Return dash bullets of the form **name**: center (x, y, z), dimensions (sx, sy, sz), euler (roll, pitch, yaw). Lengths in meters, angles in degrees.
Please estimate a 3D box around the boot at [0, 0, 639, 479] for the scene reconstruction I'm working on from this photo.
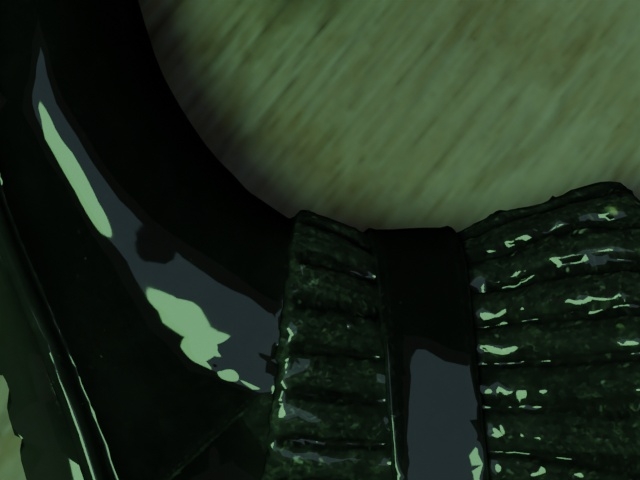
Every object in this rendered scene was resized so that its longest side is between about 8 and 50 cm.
- **boot**: center (0.001, 0.000, 0.639), dimensions (0.260, 0.131, 0.348), euler (-15, 95, 12)
